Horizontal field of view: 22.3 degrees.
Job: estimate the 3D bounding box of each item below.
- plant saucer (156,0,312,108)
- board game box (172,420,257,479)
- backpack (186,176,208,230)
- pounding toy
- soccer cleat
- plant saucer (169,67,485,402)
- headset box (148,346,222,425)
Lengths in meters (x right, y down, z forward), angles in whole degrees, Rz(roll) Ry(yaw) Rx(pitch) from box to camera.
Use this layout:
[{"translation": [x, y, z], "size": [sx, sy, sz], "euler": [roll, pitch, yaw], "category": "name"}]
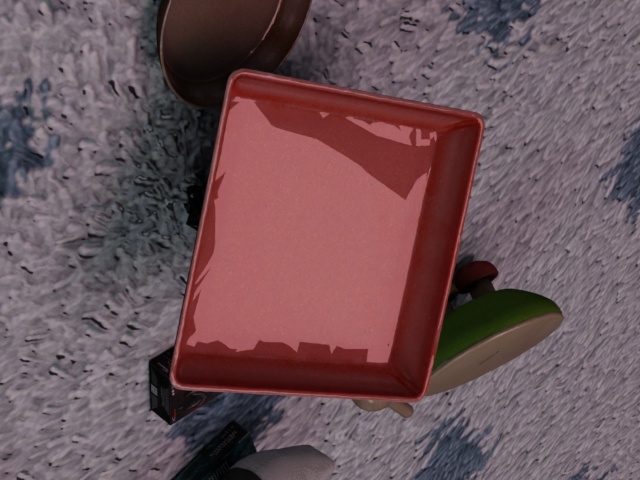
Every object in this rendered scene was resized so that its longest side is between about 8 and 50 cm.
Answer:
[{"translation": [-0.072, -0.187, 1.302], "size": [0.168, 0.029, 0.168], "euler": [-32, 141, -31], "category": "plant saucer"}, {"translation": [-0.103, 0.281, 1.677], "size": [0.126, 0.026, 0.186], "euler": [-43, 145, -20], "category": "board game box"}, {"translation": [-0.026, -0.005, 1.439], "size": [0.152, 0.115, 0.182], "euler": [-37, 139, -24], "category": "backpack"}, {"translation": [0.140, 0.095, 1.792], "size": [0.237, 0.110, 0.183], "euler": [-31, 163, 15], "category": "pounding toy"}, {"translation": [-0.057, 0.355, 1.669], "size": [0.143, 0.116, 0.331], "euler": [-18, 131, -44], "category": "soccer cleat"}, {"translation": [0.000, 0.000, 1.347], "size": [0.259, 0.047, 0.258], "euler": [7, 98, -35], "category": "plant saucer"}, {"translation": [-0.118, 0.124, 1.512], "size": [0.083, 0.032, 0.062], "euler": [-29, 139, -34], "category": "headset box"}]
